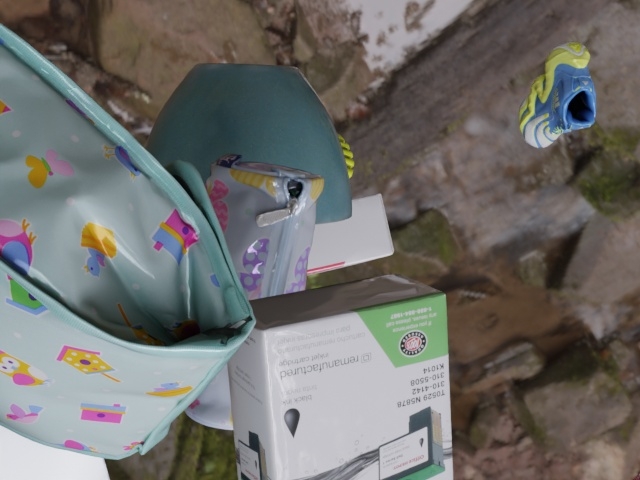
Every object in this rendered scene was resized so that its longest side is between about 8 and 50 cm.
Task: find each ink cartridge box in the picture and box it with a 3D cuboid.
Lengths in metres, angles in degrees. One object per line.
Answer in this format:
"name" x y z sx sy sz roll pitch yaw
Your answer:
"ink cartridge box" 0.000 0.000 1.572 0.172 0.100 0.237 -12 178 -11
"ink cartridge box" 0.018 0.151 0.783 0.160 0.092 0.219 -10 103 -23

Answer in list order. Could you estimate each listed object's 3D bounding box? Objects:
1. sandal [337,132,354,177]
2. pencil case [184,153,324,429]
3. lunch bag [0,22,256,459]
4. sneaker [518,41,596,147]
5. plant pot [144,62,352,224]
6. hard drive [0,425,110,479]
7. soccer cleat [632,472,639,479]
"sandal" -0.002 -0.110 2.260 0.126 0.317 0.138 20 152 -37
"pencil case" -0.067 0.053 0.989 0.113 0.124 0.273 3 98 -43
"lunch bag" -0.182 0.026 0.645 0.262 0.160 0.223 37 138 -5
"sneaker" 0.395 -0.210 1.642 0.091 0.126 0.240 -5 145 -5
"plant pot" -0.100 -0.133 1.305 0.290 0.290 0.195 -1 98 -17
"hard drive" -0.381 0.272 0.947 0.353 0.047 0.233 -18 124 -19
"soccer cleat" 0.478 0.301 1.288 0.116 0.108 0.318 21 96 14
